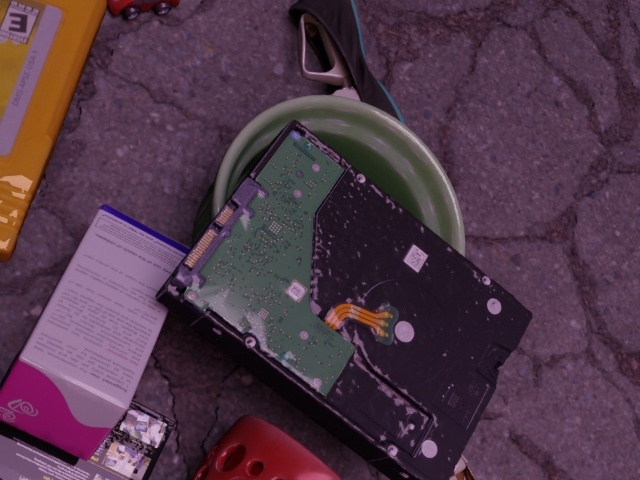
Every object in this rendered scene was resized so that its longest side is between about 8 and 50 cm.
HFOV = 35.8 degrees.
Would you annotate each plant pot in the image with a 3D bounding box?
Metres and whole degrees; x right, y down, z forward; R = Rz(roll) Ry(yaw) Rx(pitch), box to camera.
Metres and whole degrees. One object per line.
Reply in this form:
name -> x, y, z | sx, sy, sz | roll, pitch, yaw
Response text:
plant pot -> -0.065, 0.299, 0.996 | 0.191, 0.191, 0.174 | 46, 70, -4

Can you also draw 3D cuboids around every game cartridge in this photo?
game cartridge -> -0.403, -0.168, 1.019 | 0.285, 0.052, 0.323 | 18, 64, -11

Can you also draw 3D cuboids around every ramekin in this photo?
ramekin -> 0.000, 0.000, 1.144 | 0.303, 0.148, 0.303 | 8, 70, -22

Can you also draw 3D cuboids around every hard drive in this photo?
hard drive -> 0.033, 0.068, 1.014 | 0.339, 0.064, 0.237 | 38, 61, -10

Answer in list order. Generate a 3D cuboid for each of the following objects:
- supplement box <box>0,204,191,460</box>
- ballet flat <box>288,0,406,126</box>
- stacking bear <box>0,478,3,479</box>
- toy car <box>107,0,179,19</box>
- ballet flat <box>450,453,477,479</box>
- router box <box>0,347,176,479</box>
supplement box -> -0.224, 0.088, 0.992 | 0.114, 0.111, 0.220 | 29, 40, -14
ballet flat -> 0.028, -0.196, 1.264 | 0.096, 0.095, 0.280 | -14, 69, -18
stacking bear -> -0.366, 0.253, 0.884 | 0.289, 0.175, 0.164 | 28, 73, 1
toy car -> -0.288, -0.267, 1.157 | 0.239, 0.053, 0.225 | 17, 66, -19
ballet flat -> 0.161, 0.285, 1.167 | 0.073, 0.067, 0.206 | -32, 88, -29
router box -> -0.258, 0.207, 1.015 | 0.179, 0.046, 0.133 | 30, 63, -12
